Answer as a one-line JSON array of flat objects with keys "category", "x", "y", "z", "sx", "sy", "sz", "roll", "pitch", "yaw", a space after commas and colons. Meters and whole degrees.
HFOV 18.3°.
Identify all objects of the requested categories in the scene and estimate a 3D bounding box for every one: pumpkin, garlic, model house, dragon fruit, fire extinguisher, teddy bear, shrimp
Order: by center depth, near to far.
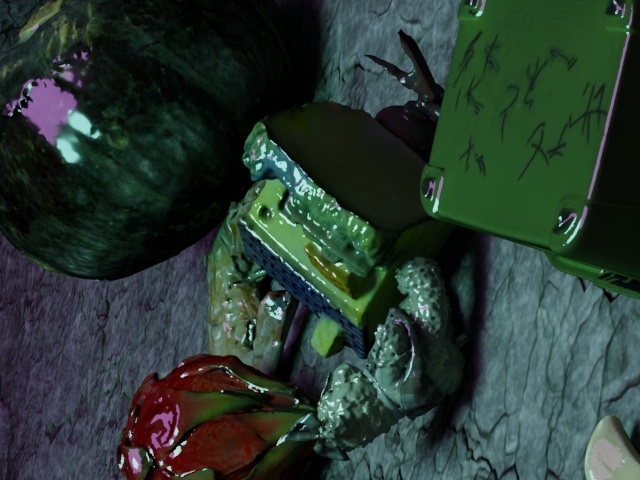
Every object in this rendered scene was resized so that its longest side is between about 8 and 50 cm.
[{"category": "garlic", "x": 0.234, "y": 0.178, "z": 1.544, "sx": 0.053, "sy": 0.041, "sz": 0.083, "roll": -58, "pitch": 35, "yaw": 15}, {"category": "teddy bear", "x": 0.075, "y": 0.130, "z": 1.872, "sx": 0.213, "sy": 0.111, "sz": 0.133, "roll": -55, "pitch": -23, "yaw": -9}, {"category": "model house", "x": 0.000, "y": 0.000, "z": 1.952, "sx": 0.194, "sy": 0.170, "sz": 0.211, "roll": 40, "pitch": 125, "yaw": 20}, {"category": "fire extinguisher", "x": 0.061, "y": -0.091, "z": 2.023, "sx": 0.075, "sy": 0.106, "sz": 0.252, "roll": -75, "pitch": 8, "yaw": -58}, {"category": "dragon fruit", "x": -0.093, "y": 0.216, "z": 2.178, "sx": 0.293, "sy": 0.234, "sz": 0.233, "roll": -31, "pitch": 43, "yaw": 22}, {"category": "shrimp", "x": -0.071, "y": 0.048, "z": 2.336, "sx": 0.247, "sy": 0.085, "sz": 0.360, "roll": -105, "pitch": 27, "yaw": -42}, {"category": "pumpkin", "x": -0.229, "y": -0.157, "z": 2.450, "sx": 0.454, "sy": 0.344, "sz": 0.454, "roll": -42, "pitch": 12, "yaw": 11}]

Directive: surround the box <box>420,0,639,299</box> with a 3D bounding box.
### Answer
[{"category": "box", "x": 0.216, "y": -0.088, "z": 1.529, "sx": 0.329, "sy": 0.178, "sz": 0.252, "roll": -162, "pitch": 83, "yaw": -69}]
